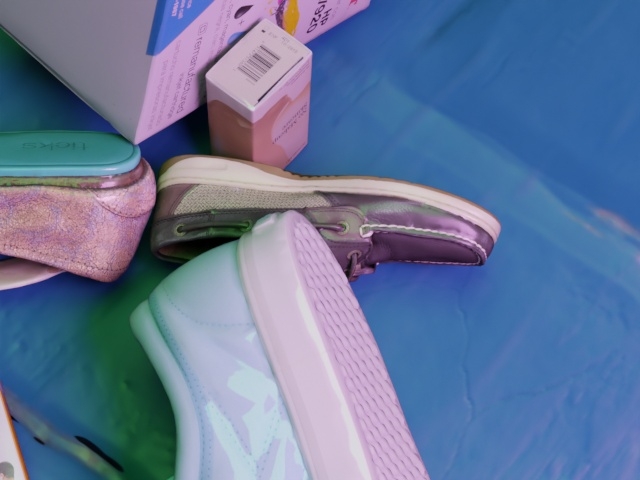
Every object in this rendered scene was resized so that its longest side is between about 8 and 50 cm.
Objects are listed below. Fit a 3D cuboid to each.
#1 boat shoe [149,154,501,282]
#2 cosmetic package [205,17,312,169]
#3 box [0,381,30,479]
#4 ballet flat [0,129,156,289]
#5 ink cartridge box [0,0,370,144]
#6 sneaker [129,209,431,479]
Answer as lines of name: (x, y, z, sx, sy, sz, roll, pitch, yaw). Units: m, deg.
boat shoe: (-0.001, -0.001, 0.938, 0.224, 0.080, 0.073, 9, 70, 9)
cosmetic package: (-0.039, -0.083, 0.953, 0.041, 0.115, 0.060, 38, 70, 15)
box: (-0.220, 0.138, 0.891, 0.081, 0.028, 0.136, -19, 67, -9)
ballet flat: (-0.263, -0.019, 0.921, 0.316, 0.106, 0.107, 7, 28, -3)
ink cartridge box: (-0.079, -0.213, 0.950, 0.168, 0.171, 0.233, 41, 51, 17)
sneaker: (-0.013, 0.174, 0.842, 0.150, 0.135, 0.366, -25, 67, 18)
